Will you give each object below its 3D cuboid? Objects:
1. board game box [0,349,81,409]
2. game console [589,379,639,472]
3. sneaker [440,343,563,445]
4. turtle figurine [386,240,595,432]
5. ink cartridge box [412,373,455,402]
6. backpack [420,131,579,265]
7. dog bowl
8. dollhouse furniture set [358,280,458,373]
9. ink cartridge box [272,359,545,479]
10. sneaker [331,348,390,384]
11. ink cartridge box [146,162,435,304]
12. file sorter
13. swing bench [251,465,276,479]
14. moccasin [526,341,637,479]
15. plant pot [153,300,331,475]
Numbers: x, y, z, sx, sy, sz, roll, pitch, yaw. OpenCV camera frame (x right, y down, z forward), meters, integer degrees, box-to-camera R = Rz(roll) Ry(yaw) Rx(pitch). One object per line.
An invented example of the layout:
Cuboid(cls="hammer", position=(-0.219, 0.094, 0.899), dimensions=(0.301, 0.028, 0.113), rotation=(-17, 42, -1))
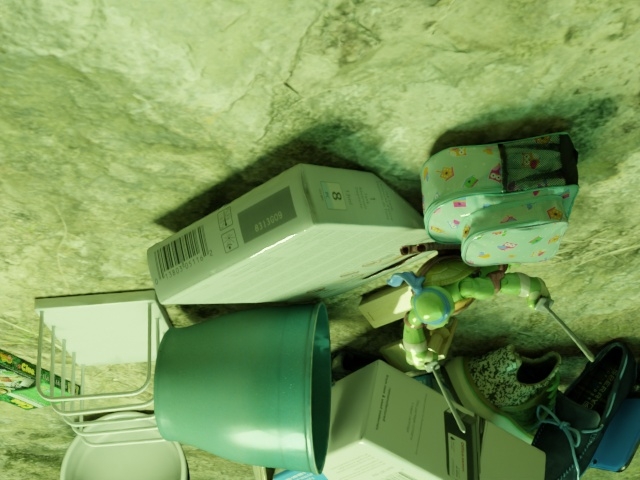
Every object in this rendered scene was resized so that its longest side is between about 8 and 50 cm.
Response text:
Cuboid(cls="board game box", position=(-0.579, 0.266, 1.891), dimensions=(0.136, 0.030, 0.260), rotation=(-15, 152, 16))
Cuboid(cls="game console", position=(0.655, 0.370, 2.034), dimensions=(0.250, 0.174, 0.293), rotation=(1, 173, -10))
Cuboid(cls="sneaker", position=(0.421, 0.296, 1.986), dimensions=(0.182, 0.158, 0.410), rotation=(-35, 145, 28))
Cuboid(cls="turtle figurine", position=(0.215, 0.104, 1.377), dimensions=(0.274, 0.266, 0.198), rotation=(31, 117, 5))
Cuboid(cls="ink cartridge box", position=(0.153, 0.425, 2.127), dimensions=(0.270, 0.197, 0.198), rotation=(-15, 152, 20))
Cuboid(cls="backpack", position=(0.217, -0.048, 1.248), dimensions=(0.188, 0.145, 0.166), rotation=(2, 159, 5))
Cuboid(cls="dog bowl", position=(-0.412, 0.505, 2.132), dimensions=(0.264, 0.265, 0.104), rotation=(-3, 156, -2))
Cuboid(cls="dollhouse furniture set", position=(0.158, 0.116, 1.694), dimensions=(0.144, 0.123, 0.151), rotation=(-26, 112, 37))
Cuboid(cls="ink cartridge box", position=(0.162, 0.406, 1.795), dimensions=(0.394, 0.166, 0.285), rotation=(31, 141, -20))
Cuboid(cls="sneaker", position=(0.020, 0.260, 1.908), dimensions=(0.299, 0.111, 0.121), rotation=(-7, 136, 5))
Cuboid(cls="ink cartridge box", position=(0.000, 0.000, 1.415), dimensions=(0.308, 0.091, 0.385), rotation=(-27, 163, 37))
Cuboid(cls="file sorter", position=(-0.344, 0.220, 1.668), dimensions=(0.192, 0.173, 0.278), rotation=(-5, 153, 0))
Cuboid(cls="swing bench", position=(-0.078, 0.467, 2.008), dimensions=(0.254, 0.253, 0.165), rotation=(-1, -172, 34))
Cuboid(cls="moccasin", position=(0.483, 0.330, 1.921), dimensions=(0.137, 0.342, 0.117), rotation=(22, 157, 32))
Cuboid(cls="plant pot", position=(-0.122, 0.232, 1.596), dimensions=(0.255, 0.272, 0.272), rotation=(0, 154, 6))
